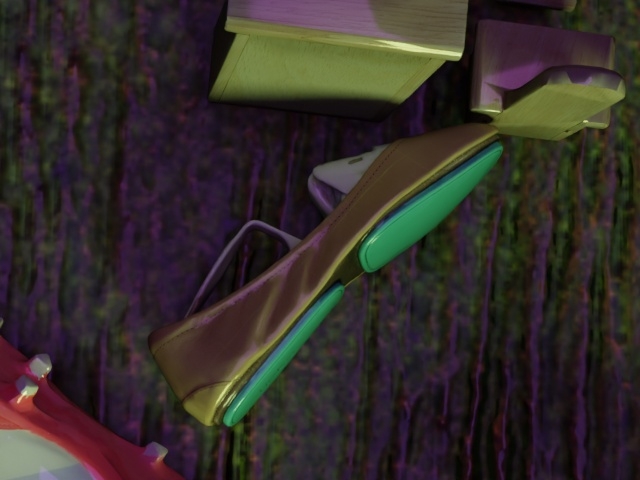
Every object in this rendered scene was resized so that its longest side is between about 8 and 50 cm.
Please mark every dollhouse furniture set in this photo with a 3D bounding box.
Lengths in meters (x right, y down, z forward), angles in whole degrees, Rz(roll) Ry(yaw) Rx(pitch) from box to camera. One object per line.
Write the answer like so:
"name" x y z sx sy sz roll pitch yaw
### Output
"dollhouse furniture set" 0.033 -0.255 0.851 0.303 0.174 0.355 7 83 -9

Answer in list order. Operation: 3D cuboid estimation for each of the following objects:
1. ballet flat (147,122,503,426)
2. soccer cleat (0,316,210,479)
"ballet flat" 0.000 0.000 0.869 0.073 0.080 0.232 43 78 13
"soccer cleat" -0.128 0.142 0.839 0.248 0.083 0.095 43 109 -7
